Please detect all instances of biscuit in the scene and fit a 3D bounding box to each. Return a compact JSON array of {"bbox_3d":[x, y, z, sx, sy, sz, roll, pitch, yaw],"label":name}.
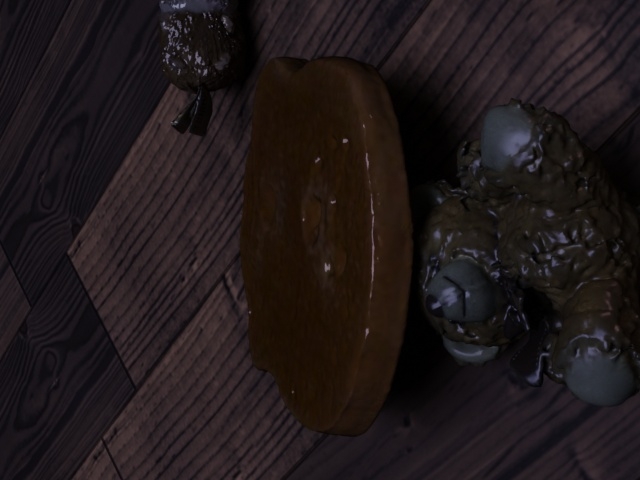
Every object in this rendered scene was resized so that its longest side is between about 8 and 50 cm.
[{"bbox_3d":[0.002,0.000,1.171,0.365,0.062,0.385,-155,67,-63],"label":"biscuit"}]

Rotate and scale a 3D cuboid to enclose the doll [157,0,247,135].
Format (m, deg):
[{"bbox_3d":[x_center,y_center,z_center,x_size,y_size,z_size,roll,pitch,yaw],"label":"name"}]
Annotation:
[{"bbox_3d":[-0.140,-0.236,1.322,0.115,0.105,0.221,167,96,-82],"label":"doll"}]

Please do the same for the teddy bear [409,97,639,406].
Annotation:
[{"bbox_3d":[0.173,0.017,1.003,0.256,0.156,0.267,-17,91,45],"label":"teddy bear"}]
